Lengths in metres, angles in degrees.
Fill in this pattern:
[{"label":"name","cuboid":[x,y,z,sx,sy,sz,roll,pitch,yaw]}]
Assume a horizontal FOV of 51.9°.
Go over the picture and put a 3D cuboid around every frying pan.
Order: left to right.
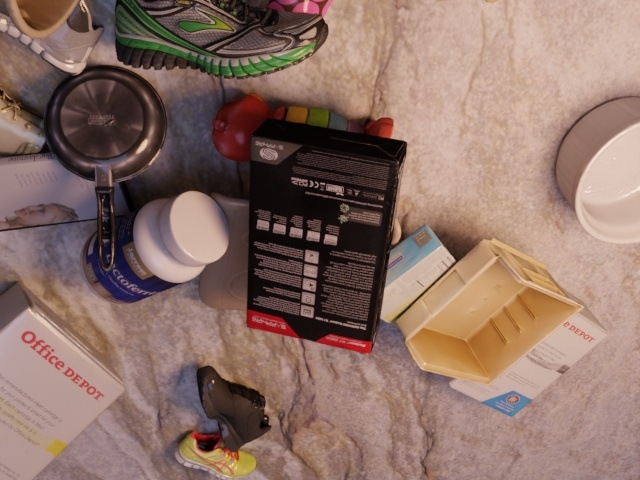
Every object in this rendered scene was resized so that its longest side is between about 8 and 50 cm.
[{"label":"frying pan","cuboid":[-0.373,-0.133,1.064,0.197,0.053,0.326,22,83,-6]}]

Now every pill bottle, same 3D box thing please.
[{"label":"pill bottle","cuboid":[-0.292,0.013,1.160,0.265,0.153,0.153,-22,130,38]}]

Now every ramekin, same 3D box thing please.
[{"label":"ramekin","cuboid":[0.601,-0.141,1.281,0.278,0.135,0.277,-4,124,-6]}]

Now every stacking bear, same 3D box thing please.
[{"label":"stacking bear","cuboid":[-0.043,-0.168,1.138,0.289,0.175,0.164,15,96,-6]}]

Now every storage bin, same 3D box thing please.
[{"label":"storage bin","cuboid":[0.329,0.146,1.304,0.260,0.123,0.262,20,122,-41]}]

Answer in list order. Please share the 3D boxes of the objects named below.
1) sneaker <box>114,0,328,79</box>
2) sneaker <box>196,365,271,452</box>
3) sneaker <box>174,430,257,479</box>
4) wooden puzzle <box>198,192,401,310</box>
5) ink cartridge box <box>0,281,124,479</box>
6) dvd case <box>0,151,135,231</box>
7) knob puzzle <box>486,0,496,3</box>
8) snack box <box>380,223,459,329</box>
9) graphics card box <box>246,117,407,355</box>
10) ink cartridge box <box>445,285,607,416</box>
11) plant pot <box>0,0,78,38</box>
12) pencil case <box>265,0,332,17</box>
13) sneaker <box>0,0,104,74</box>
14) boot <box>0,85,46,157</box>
[{"label":"sneaker","cuboid":[-0.156,-0.325,0.973,0.344,0.134,0.146,8,121,12]},{"label":"sneaker","cuboid":[-0.199,0.372,1.520,0.130,0.109,0.286,-22,134,-3]},{"label":"sneaker","cuboid":[-0.246,0.523,1.617,0.209,0.081,0.094,20,116,-21]},{"label":"wooden puzzle","cuboid":[-0.052,0.029,1.282,0.348,0.080,0.322,8,138,-9]},{"label":"ink cartridge box","cuboid":[-0.623,0.315,1.271,0.385,0.160,0.279,-43,125,-13]},{"label":"dvd case","cuboid":[-0.472,-0.086,1.156,0.253,0.022,0.180,-8,147,-6]},{"label":"knob puzzle","cuboid":[0.277,-0.481,1.053,0.213,0.030,0.213,-5,119,-8]},{"label":"snack box","cuboid":[0.196,0.091,1.317,0.187,0.060,0.322,-38,151,9]},{"label":"graphics card box","cuboid":[0.000,0.000,1.081,0.233,0.094,0.370,11,123,12]},{"label":"ink cartridge box","cuboid":[0.456,0.234,1.515,0.223,0.129,0.307,30,114,-26]},{"label":"plant pot","cuboid":[-0.450,-0.460,0.791,0.306,0.333,0.333,19,119,-9]},{"label":"pencil case","cuboid":[-0.004,-0.413,1.018,0.098,0.095,0.209,13,124,-36]},{"label":"sneaker","cuboid":[-0.430,-0.363,0.986,0.229,0.086,0.132,31,109,-38]},{"label":"boot","cuboid":[-0.509,-0.224,1.061,0.165,0.077,0.213,24,123,-23]}]
